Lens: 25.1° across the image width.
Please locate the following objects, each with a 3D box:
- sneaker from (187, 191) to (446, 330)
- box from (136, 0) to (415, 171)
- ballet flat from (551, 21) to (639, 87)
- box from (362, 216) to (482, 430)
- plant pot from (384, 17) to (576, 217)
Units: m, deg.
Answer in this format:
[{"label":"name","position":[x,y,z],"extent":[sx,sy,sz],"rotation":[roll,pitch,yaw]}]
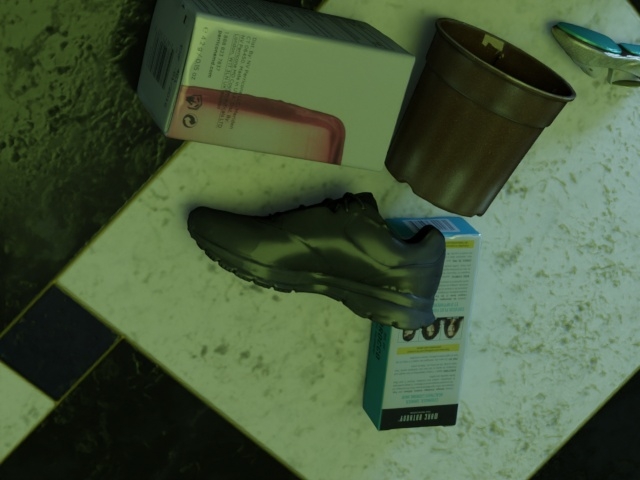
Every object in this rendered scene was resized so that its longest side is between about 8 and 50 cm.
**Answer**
[{"label":"sneaker","position":[0.000,0.000,1.536],"extent":[0.286,0.109,0.130],"rotation":[16,99,-11]},{"label":"box","position":[-0.048,-0.163,1.433],"extent":[0.232,0.148,0.127],"rotation":[9,109,-23]},{"label":"ballet flat","position":[0.325,-0.200,1.609],"extent":[0.168,0.057,0.052],"rotation":[11,117,-23]},{"label":"box","position":[0.115,0.097,1.654],"extent":[0.100,0.060,0.244],"rotation":[-1,112,-19]},{"label":"plant pot","position":[0.158,-0.125,1.528],"extent":[0.167,0.167,0.165],"rotation":[18,113,-26]}]
